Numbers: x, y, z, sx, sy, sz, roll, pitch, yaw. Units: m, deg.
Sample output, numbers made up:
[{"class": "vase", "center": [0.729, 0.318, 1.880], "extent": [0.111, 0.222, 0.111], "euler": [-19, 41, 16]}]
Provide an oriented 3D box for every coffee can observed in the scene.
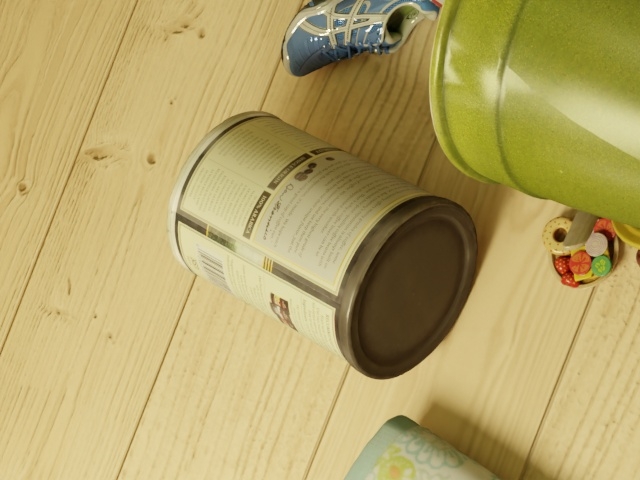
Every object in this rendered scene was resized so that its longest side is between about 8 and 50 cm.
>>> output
[{"class": "coffee can", "center": [0.000, 0.000, 2.026], "extent": [0.275, 0.201, 0.201], "euler": [28, 95, 36]}]

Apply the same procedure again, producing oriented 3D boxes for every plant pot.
[{"class": "plant pot", "center": [0.350, -0.150, 1.724], "extent": [0.353, 0.366, 0.366], "euler": [32, 96, 36]}]

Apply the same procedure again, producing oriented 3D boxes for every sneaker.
[{"class": "sneaker", "center": [0.043, -0.242, 2.133], "extent": [0.211, 0.080, 0.081], "euler": [-33, 59, 25]}]

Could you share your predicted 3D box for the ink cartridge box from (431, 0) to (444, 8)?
[{"class": "ink cartridge box", "center": [0.169, -0.259, 2.018], "extent": [0.099, 0.135, 0.056], "euler": [40, 105, 35]}]

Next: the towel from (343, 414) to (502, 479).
[{"class": "towel", "center": [0.104, 0.411, 1.925], "extent": [0.320, 0.090, 0.374], "euler": [32, 97, 32]}]

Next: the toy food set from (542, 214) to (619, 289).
[{"class": "toy food set", "center": [0.270, 0.009, 1.951], "extent": [0.082, 0.020, 0.083], "euler": [-17, 68, 30]}]

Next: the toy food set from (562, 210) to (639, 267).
[{"class": "toy food set", "center": [0.363, -0.017, 1.872], "extent": [0.218, 0.071, 0.128], "euler": [-3, 45, 28]}]
